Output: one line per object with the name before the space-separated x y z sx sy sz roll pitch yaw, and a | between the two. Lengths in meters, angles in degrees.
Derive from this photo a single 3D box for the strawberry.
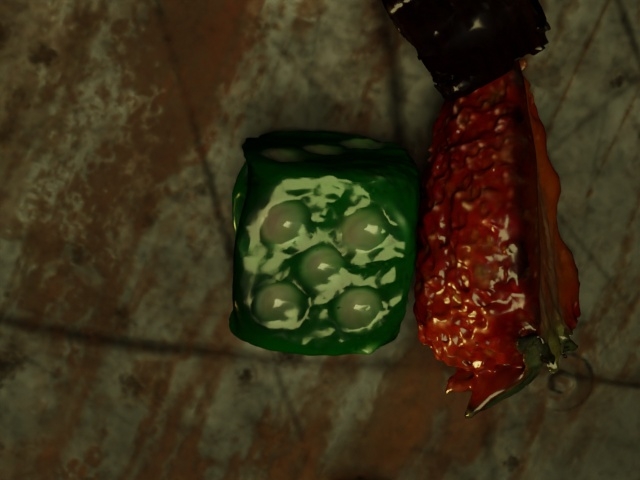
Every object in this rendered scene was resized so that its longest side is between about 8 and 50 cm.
strawberry | 0.105 -0.013 1.085 0.098 0.174 0.228 -6 103 19

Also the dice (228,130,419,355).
dice | 0.000 0.000 1.093 0.120 0.128 0.131 3 105 -6

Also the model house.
model house | 0.108 -0.203 1.029 0.203 0.141 0.164 -37 78 11

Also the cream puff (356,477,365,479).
cream puff | 0.019 0.217 1.198 0.058 0.083 0.083 34 120 33
